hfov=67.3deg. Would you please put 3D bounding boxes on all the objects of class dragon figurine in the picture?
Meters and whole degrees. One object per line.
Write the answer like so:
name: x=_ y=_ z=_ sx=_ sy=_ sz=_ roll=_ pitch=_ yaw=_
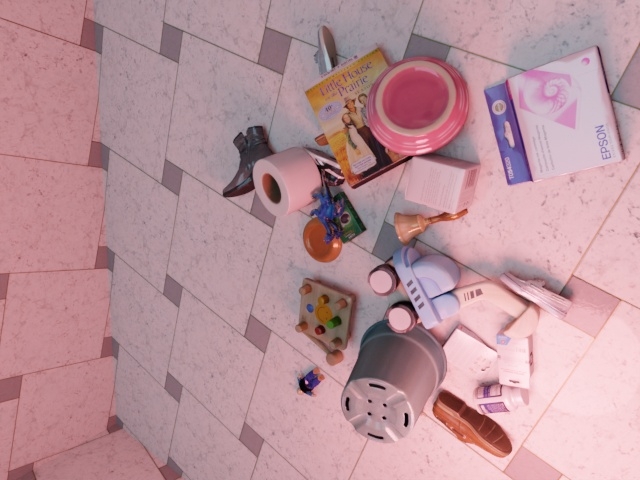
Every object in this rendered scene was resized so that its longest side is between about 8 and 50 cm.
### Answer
dragon figurine: x=0.040 y=-0.132 z=1.874 sx=0.144 sy=0.085 sz=0.289 roll=27 pitch=120 yaw=28

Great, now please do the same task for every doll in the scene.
doll: x=-0.055 y=0.675 z=2.249 sx=0.129 sy=0.046 sz=0.189 roll=52 pitch=126 yaw=15

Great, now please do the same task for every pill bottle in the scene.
pill bottle: x=0.627 y=0.547 z=1.667 sx=0.169 sy=0.094 sz=0.094 roll=-24 pitch=88 yaw=39

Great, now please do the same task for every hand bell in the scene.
hand bell: x=0.393 y=-0.072 z=1.684 sx=0.242 sy=0.126 sz=0.126 roll=-17 pitch=92 yaw=27

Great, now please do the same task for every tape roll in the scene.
tape roll: x=-0.135 y=-0.236 z=1.935 sx=0.246 sy=0.169 sz=0.246 roll=36 pitch=140 yaw=37

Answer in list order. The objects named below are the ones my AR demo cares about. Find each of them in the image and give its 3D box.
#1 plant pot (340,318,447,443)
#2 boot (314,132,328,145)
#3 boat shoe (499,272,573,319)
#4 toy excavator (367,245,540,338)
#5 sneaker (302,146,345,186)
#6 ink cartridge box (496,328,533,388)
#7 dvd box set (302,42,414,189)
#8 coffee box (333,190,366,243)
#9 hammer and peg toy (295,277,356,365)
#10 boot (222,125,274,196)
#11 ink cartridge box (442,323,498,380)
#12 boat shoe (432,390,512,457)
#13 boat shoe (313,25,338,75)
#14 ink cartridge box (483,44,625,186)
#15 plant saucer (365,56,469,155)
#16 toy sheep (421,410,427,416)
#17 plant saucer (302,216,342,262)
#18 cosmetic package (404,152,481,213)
plant pot: x=0.245 y=0.501 z=1.695 sx=0.341 sy=0.334 sz=0.341 roll=9 pitch=111 yaw=23
boot: x=0.112 y=-0.373 z=1.799 sx=0.305 sy=0.112 sz=0.115 roll=-3 pitch=107 yaw=34
boat shoe: x=0.689 y=0.157 z=1.535 sx=0.226 sy=0.083 sz=0.075 roll=35 pitch=102 yaw=17
toy excavator: x=0.450 y=0.180 z=1.646 sx=0.445 sy=0.222 sz=0.433 roll=-29 pitch=85 yaw=30
sneaker: x=0.002 y=-0.283 z=1.919 sx=0.217 sy=0.079 sz=0.121 roll=30 pitch=118 yaw=26
ink cartridge box: x=0.658 y=0.397 z=1.624 sx=0.104 sy=0.060 sz=0.180 roll=1 pitch=103 yaw=36
dvd box set: x=0.154 y=-0.430 z=1.671 sx=0.308 sy=0.062 sz=0.420 roll=-26 pitch=77 yaw=13
coffee box: x=0.094 y=-0.090 z=1.928 sx=0.113 sy=0.040 sz=0.184 roll=-38 pitch=79 yaw=38
hammer and peg toy: x=0.006 y=0.360 z=2.062 sx=0.266 sy=0.127 sz=0.361 roll=20 pitch=114 yaw=32
boot: x=-0.340 y=-0.349 z=2.153 sx=0.338 sy=0.118 sz=0.222 roll=-29 pitch=81 yaw=27
ink cartridge box: x=0.540 y=0.406 z=1.741 sx=0.179 sy=0.045 sz=0.145 roll=30 pitch=119 yaw=8
boat shoe: x=0.551 y=0.688 z=1.765 sx=0.307 sy=0.111 sz=0.104 roll=37 pitch=126 yaw=35
boat shoe: x=0.012 y=-0.680 z=1.802 sx=0.081 sy=0.079 sz=0.227 roll=-5 pitch=103 yaw=33
ink cartridge box: x=0.668 y=-0.346 z=1.408 sx=0.330 sy=0.071 sz=0.324 roll=-14 pitch=94 yaw=37
plant saucer: x=0.307 y=-0.445 z=1.550 sx=0.332 sy=0.084 sz=0.332 roll=-2 pitch=82 yaw=14
toy sheep: x=0.365 y=0.652 z=1.902 sx=0.132 sy=0.091 sz=0.091 roll=29 pitch=119 yaw=21
plant saucer: x=0.000 y=0.000 z=2.027 sx=0.200 sy=0.037 sz=0.200 roll=10 pitch=108 yaw=34
cosmetic package: x=0.404 y=-0.194 z=1.594 sx=0.184 sy=0.151 sz=0.151 roll=21 pitch=115 yaw=32
